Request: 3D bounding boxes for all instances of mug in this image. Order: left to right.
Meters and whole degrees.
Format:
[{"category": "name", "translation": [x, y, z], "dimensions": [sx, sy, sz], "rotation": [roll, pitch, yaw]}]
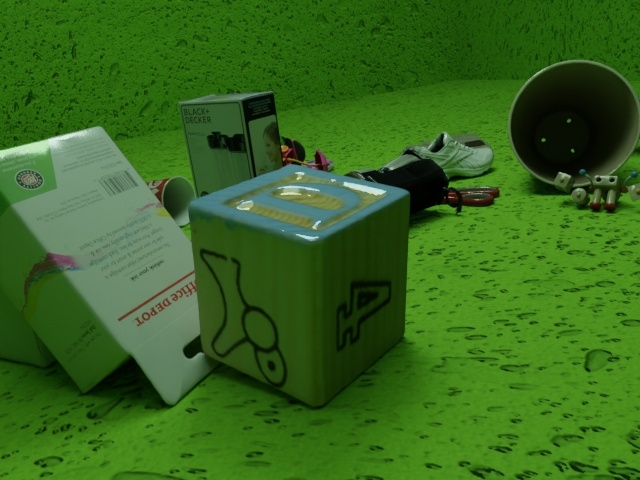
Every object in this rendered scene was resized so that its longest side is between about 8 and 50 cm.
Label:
[{"category": "mug", "translation": [-0.393, -0.082, 1.421], "dimensions": [0.169, 0.113, 0.150], "rotation": [0, 17, 30]}]

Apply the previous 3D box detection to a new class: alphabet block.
[{"category": "alphabet block", "translation": [-0.020, 0.040, 0.739], "dimensions": [0.192, 0.197, 0.193], "rotation": [18, 29, 35]}]

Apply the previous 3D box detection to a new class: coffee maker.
[{"category": "coffee maker", "translation": [0.158, -0.095, 1.227], "dimensions": [0.178, 0.120, 0.171], "rotation": [-26, 33, -37]}]

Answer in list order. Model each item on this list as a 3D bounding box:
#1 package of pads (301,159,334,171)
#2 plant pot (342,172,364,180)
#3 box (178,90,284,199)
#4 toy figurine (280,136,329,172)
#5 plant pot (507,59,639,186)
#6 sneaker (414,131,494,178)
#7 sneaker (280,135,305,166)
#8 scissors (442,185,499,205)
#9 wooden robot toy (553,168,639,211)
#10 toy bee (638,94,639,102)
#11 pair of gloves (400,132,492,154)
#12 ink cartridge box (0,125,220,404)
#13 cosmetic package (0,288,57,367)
[{"category": "package of pads", "translation": [-0.008, -0.211, 1.785], "dimensions": [0.083, 0.032, 0.050], "rotation": [4, 20, 29]}, {"category": "plant pot", "translation": [0.000, 0.000, 0.966], "dimensions": [0.165, 0.167, 0.167], "rotation": [-22, 22, -19]}, {"category": "box", "translation": [-0.154, -0.123, 1.164], "dimensions": [0.169, 0.290, 0.087], "rotation": [8, 23, 37]}, {"category": "toy figurine", "translation": [-0.060, -0.192, 1.657], "dimensions": [0.159, 0.130, 0.173], "rotation": [10, 45, 19]}, {"category": "plant pot", "translation": [0.550, -0.244, 1.405], "dimensions": [0.256, 0.257, 0.274], "rotation": [-2, 2, 16]}, {"category": "sneaker", "translation": [0.326, -0.210, 1.526], "dimensions": [0.232, 0.115, 0.090], "rotation": [-15, 20, -23]}, {"category": "sneaker", "translation": [-0.202, -0.244, 1.828], "dimensions": [0.313, 0.116, 0.136], "rotation": [-12, 18, -15]}, {"category": "scissors", "translation": [0.235, -0.090, 1.361], "dimensions": [0.296, 0.021, 0.109], "rotation": [-3, 21, 16]}, {"category": "wooden robot toy", "translation": [0.539, -0.086, 1.197], "dimensions": [0.173, 0.076, 0.079], "rotation": [8, -12, 39]}, {"category": "toy bee", "translation": [0.802, -0.282, 1.560], "dimensions": [0.195, 0.298, 0.162], "rotation": [-37, -20, 15]}, {"category": "pair of gloves", "translation": [0.352, -0.248, 1.753], "dimensions": [0.240, 0.042, 0.204], "rotation": [-10, 22, -2]}, {"category": "ink cartridge box", "translation": [-0.269, 0.043, 0.801], "dimensions": [0.119, 0.353, 0.207], "rotation": [-38, 0, 32]}, {"category": "cosmetic package", "translation": [-0.415, 0.065, 0.940], "dimensions": [0.224, 0.138, 0.224], "rotation": [4, 21, 26]}]
